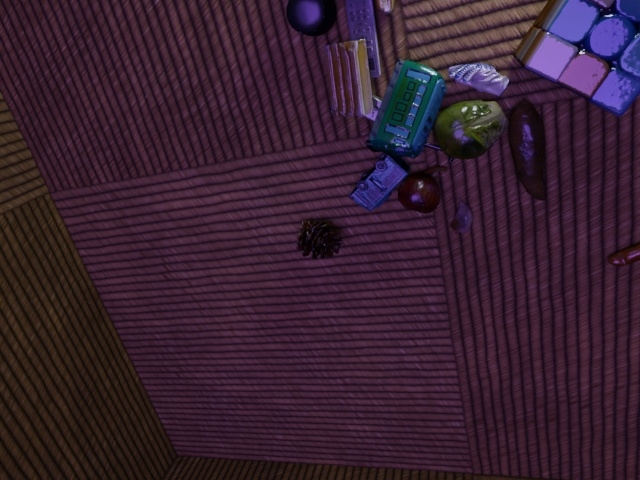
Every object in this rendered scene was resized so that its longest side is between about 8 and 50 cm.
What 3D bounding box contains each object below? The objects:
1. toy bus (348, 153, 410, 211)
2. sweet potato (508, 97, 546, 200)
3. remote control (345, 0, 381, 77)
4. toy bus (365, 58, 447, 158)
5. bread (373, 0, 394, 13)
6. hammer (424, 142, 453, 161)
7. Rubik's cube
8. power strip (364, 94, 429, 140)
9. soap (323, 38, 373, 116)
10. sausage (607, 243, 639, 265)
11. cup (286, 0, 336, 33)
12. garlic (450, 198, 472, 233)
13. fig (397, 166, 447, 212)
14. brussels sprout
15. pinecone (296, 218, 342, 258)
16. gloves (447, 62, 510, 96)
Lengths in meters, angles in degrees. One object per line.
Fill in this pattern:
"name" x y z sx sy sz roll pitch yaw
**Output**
"toy bus" 0.250 -0.248 1.984 0.147 0.128 0.256 41 119 -4
"sweet potato" 0.795 -0.324 1.786 0.131 0.130 0.422 -12 113 22
"remote control" 0.169 -0.782 1.781 0.109 0.055 0.312 8 122 33
"toy bus" 0.326 -0.471 1.743 0.200 0.184 0.343 24 97 22
"bread" 0.227 -0.879 1.684 0.082 0.106 0.125 6 115 13
"hammer" 0.468 -0.374 1.915 0.178 0.021 0.065 19 121 7
"Rubik's cube" 0.865 -0.644 1.475 0.347 0.347 0.344 28 121 2
"power strip" 0.312 -0.479 1.892 0.288 0.053 0.093 29 120 2
"soap" 0.109 -0.624 1.821 0.174 0.089 0.274 15 122 46
"sausage" 1.252 0.057 1.882 0.183 0.054 0.062 -31 72 29
"cup" -0.017 -0.859 1.727 0.223 0.176 0.169 -32 100 28
"garlic" 0.605 -0.092 1.991 0.084 0.066 0.152 18 122 9
"fig" 0.415 -0.222 1.944 0.175 0.175 0.207 15 96 9
"brussels sprout" 0.564 -0.418 1.758 0.272 0.210 0.219 -24 100 10
"pinecone" 0.002 -0.001 2.160 0.213 0.168 0.185 0 131 31
"gloves" 0.579 -0.599 1.730 0.229 0.097 0.119 14 164 0
